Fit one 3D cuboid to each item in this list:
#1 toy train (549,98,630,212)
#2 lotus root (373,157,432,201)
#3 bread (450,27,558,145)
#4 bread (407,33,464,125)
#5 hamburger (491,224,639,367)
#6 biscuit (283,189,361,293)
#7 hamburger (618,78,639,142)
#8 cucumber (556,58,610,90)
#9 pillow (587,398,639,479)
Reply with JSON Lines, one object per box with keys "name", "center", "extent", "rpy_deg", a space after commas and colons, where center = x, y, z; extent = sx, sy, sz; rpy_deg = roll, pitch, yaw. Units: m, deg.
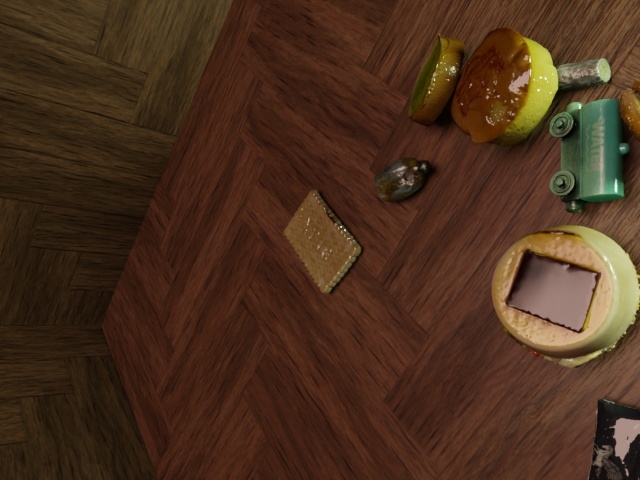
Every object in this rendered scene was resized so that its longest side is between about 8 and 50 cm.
{"name": "toy train", "center": [0.582, -0.185, 1.128], "extent": [0.159, 0.101, 0.248], "rpy_deg": [-5, 79, 54]}
{"name": "lotus root", "center": [0.237, -0.181, 1.513], "extent": [0.192, 0.088, 0.113], "rpy_deg": [-25, 82, 41]}
{"name": "bread", "center": [0.430, -0.361, 1.259], "extent": [0.270, 0.148, 0.270], "rpy_deg": [-175, 90, -65]}
{"name": "bread", "center": [0.307, -0.429, 1.410], "extent": [0.236, 0.070, 0.236], "rpy_deg": [-162, 90, -84]}
{"name": "hamburger", "center": [0.512, 0.109, 1.116], "extent": [0.302, 0.170, 0.302], "rpy_deg": [-11, 74, 41]}
{"name": "biscuit", "center": [0.000, 0.000, 1.763], "extent": [0.217, 0.044, 0.325], "rpy_deg": [-56, 49, 24]}
{"name": "hamburger", "center": [0.658, -0.241, 1.009], "extent": [0.118, 0.182, 0.191], "rpy_deg": [-32, 58, 30]}
{"name": "cucumber", "center": [0.591, -0.373, 1.187], "extent": [0.112, 0.064, 0.064], "rpy_deg": [7, 89, 45]}
{"name": "pillow", "center": [0.610, 0.434, 1.042], "extent": [0.141, 0.055, 0.208], "rpy_deg": [4, 88, 39]}
